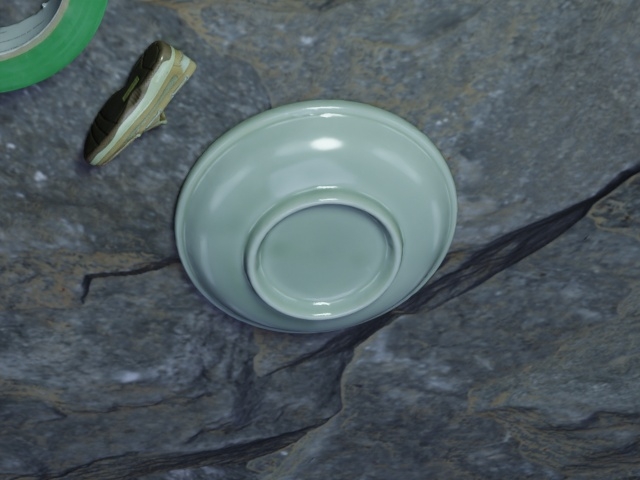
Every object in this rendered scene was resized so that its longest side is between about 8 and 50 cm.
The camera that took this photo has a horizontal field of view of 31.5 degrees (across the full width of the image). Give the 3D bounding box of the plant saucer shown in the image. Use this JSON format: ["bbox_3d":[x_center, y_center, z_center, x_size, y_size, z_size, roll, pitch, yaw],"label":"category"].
[{"bbox_3d":[0.000,0.000,1.562,0.400,0.100,0.400,-4,127,-5],"label":"plant saucer"}]

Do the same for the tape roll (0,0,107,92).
[{"bbox_3d":[-0.395,-0.321,1.267,0.321,0.077,0.321,-4,127,-5],"label":"tape roll"}]

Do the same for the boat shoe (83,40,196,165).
[{"bbox_3d":[-0.224,-0.160,1.428,0.072,0.068,0.190,24,121,-38],"label":"boat shoe"}]
